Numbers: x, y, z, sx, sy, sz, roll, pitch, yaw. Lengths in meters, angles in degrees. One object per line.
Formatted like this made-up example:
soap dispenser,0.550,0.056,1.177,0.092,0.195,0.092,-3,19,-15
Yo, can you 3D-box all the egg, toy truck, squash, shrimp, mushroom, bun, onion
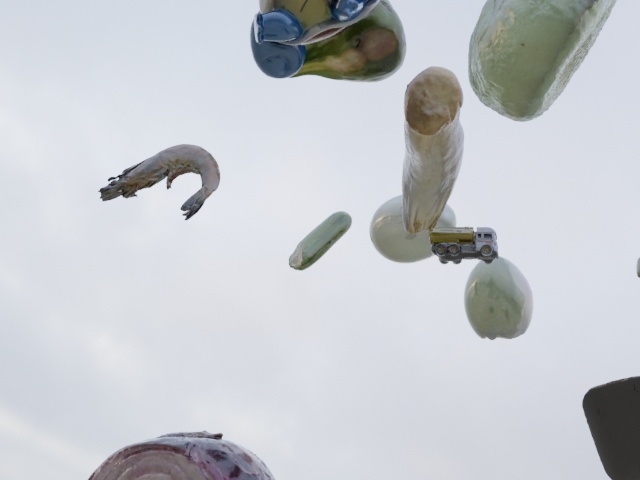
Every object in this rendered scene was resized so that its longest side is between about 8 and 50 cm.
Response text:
egg,0.466,0.146,2.541,0.183,0.217,0.183,-4,3,0
toy truck,0.250,0.005,1.699,0.123,0.063,0.052,0,-22,14
squash,0.000,0.000,2.521,0.069,0.239,0.069,29,-37,25
shrimp,-0.283,-0.093,1.738,0.152,0.219,0.046,59,-17,28
mushroom,0.168,-0.132,1.507,0.095,0.123,0.351,23,-26,16
bun,0.234,-0.229,1.051,0.118,0.195,0.195,37,-20,15
onion,-0.198,0.449,1.551,0.336,0.282,0.260,-15,-18,26
egg,0.200,-0.028,2.087,0.209,0.151,0.151,-16,-46,41

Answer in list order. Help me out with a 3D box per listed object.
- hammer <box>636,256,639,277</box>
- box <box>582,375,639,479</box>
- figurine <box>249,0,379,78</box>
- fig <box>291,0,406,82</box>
hammer,0.742,0.004,2.078,0.028,0.060,0.195,34,-53,3
box,0.615,0.373,1.899,0.201,0.042,0.213,-25,-94,50
figurine,-0.015,-0.464,1.837,0.416,0.298,0.243,-35,-44,30
fig,0.039,-0.411,2.047,0.274,0.206,0.206,-19,-33,4
